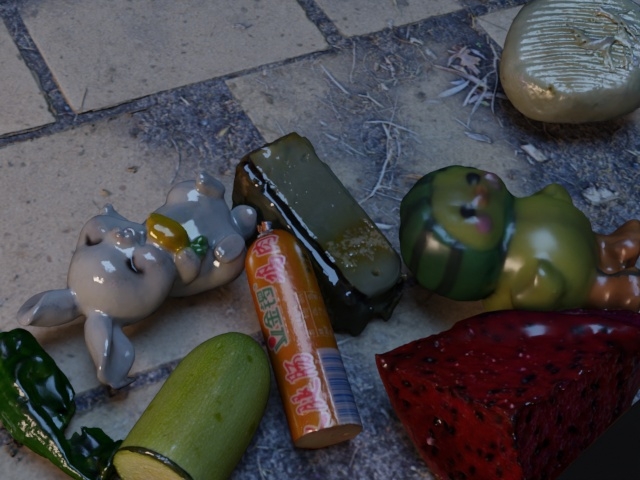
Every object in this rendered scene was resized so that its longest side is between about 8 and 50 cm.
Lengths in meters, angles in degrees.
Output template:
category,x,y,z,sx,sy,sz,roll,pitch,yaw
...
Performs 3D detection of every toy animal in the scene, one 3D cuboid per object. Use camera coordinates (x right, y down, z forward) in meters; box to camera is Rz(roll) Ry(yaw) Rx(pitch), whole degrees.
category,x,y,z,sx,sy,sz,roll,pitch,yaw
toy animal,-0.234,0.043,1.536,0.208,0.154,0.325,33,63,7
toy animal,0.264,0.023,1.592,0.338,0.191,0.216,17,47,-2

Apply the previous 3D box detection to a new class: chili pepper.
category,x,y,z,sx,sy,sz,roll,pitch,yaw
chili pepper,-0.336,0.210,1.418,0.099,0.083,0.253,-27,60,-39

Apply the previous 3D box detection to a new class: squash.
category,x,y,z,sx,sy,sz,roll,pitch,yaw
squash,-0.138,0.207,1.412,0.133,0.132,0.247,22,50,12

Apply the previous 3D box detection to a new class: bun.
category,x,y,z,sx,sy,sz,roll,pitch,yaw
bun,0.432,-0.293,1.928,0.273,0.168,0.272,-2,57,3

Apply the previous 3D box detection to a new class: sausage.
category,x,y,z,sx,sy,sz,roll,pitch,yaw
sausage,-0.032,0.110,1.493,0.093,0.093,0.312,-10,65,-17

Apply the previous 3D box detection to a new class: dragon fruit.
category,x,y,z,sx,sy,sz,roll,pitch,yaw
dragon fruit,0.284,0.195,1.394,0.330,0.240,0.302,-28,89,-9

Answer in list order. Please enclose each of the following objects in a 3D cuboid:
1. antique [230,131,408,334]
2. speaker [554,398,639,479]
category,x,y,z,sx,sy,sz,roll,pitch,yaw
antique,0.000,0.000,1.626,0.125,0.150,0.284,-29,66,-30
speaker,0.357,0.322,1.271,0.231,0.192,0.153,-43,22,1
